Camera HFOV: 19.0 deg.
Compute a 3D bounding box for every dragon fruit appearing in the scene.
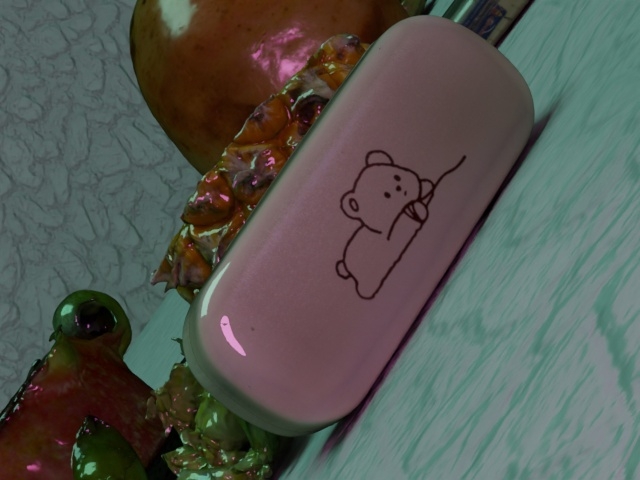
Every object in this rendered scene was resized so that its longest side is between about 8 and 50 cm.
[{"bbox_3d":[-0.193,0.174,1.242,0.295,0.130,0.268,-55,5,-13],"label":"dragon fruit"}]

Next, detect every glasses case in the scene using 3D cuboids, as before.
[{"bbox_3d":[0.018,-0.008,0.810,0.196,0.083,0.050,-58,8,-22],"label":"glasses case"}]

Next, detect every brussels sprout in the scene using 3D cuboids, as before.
[{"bbox_3d":[-0.041,0.090,0.868,0.085,0.058,0.085,-27,52,41],"label":"brussels sprout"}]

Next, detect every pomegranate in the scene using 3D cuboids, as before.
[{"bbox_3d":[-0.022,-0.131,1.357,0.215,0.215,0.215,-53,5,7],"label":"pomegranate"}]

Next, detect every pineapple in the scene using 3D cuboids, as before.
[{"bbox_3d":[-0.019,-0.046,1.101,0.221,0.047,0.221,-50,-2,-3],"label":"pineapple"}]

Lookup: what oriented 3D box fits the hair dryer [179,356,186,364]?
[{"bbox_3d":[-0.008,0.009,1.174,0.173,0.050,0.195,-49,3,21],"label":"hair dryer"}]

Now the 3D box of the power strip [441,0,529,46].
[{"bbox_3d":[0.143,-0.198,1.197,0.268,0.034,0.092,-52,5,17],"label":"power strip"}]

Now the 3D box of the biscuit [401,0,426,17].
[{"bbox_3d":[0.067,-0.206,1.972,0.162,0.035,0.250,-57,2,30],"label":"biscuit"}]
